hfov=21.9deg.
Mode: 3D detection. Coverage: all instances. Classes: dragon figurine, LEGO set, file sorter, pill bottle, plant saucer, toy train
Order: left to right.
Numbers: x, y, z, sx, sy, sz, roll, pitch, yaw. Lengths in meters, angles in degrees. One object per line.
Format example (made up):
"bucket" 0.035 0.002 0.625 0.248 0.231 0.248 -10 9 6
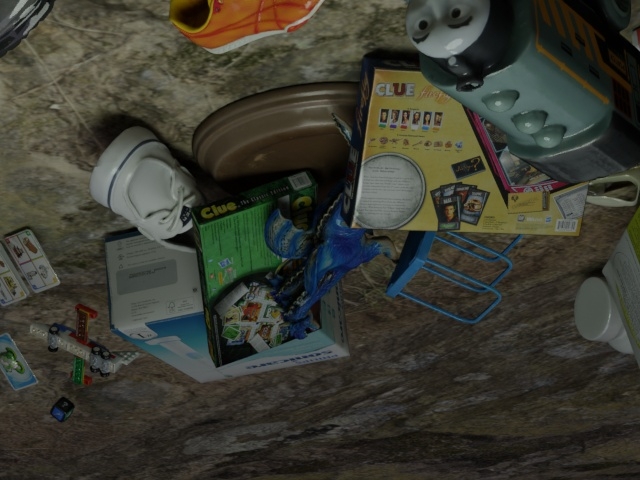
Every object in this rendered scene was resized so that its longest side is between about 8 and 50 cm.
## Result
"LEGO set" -0.340 0.104 2.028 0.182 0.244 0.060 -20 -165 38
"dragon figurine" 0.000 0.000 1.697 0.144 0.085 0.289 -32 154 -14
"plant saucer" 0.003 -0.092 1.745 0.278 0.041 0.278 -4 160 -2
"file sorter" 0.157 -0.013 1.761 0.104 0.170 0.118 24 156 -4
"toy train" 0.165 -0.171 1.325 0.142 0.190 0.334 -15 158 28
"pill bottle" 0.458 0.100 2.269 0.208 0.117 0.117 5 159 -25

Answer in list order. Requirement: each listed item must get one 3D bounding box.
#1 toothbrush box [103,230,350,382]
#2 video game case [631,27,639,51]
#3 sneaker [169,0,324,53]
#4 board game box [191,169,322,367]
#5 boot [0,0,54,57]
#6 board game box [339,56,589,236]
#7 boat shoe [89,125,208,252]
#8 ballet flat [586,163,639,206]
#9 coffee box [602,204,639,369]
"toothbrush box" -0.110 0.074 2.059 0.216 0.126 0.295 -12 159 16
"video game case" 0.460 -0.212 1.519 0.204 0.025 0.285 12 155 -39
"sneaker" -0.056 -0.204 1.380 0.175 0.064 0.067 -22 144 35
"board game box" -0.066 0.035 1.807 0.136 0.030 0.259 -17 143 -13
"boot" -0.377 -0.206 1.240 0.338 0.118 0.223 -17 152 21
"board game box" 0.150 -0.090 1.616 0.243 0.165 0.042 2 -159 -17
"boat shoe" -0.163 -0.047 1.729 0.084 0.095 0.258 33 179 15
"ballet flat" 0.361 -0.072 1.832 0.206 0.067 0.073 -9 159 12
"coffee box" 0.546 0.088 1.825 0.338 0.338 0.334 -17 162 -6
